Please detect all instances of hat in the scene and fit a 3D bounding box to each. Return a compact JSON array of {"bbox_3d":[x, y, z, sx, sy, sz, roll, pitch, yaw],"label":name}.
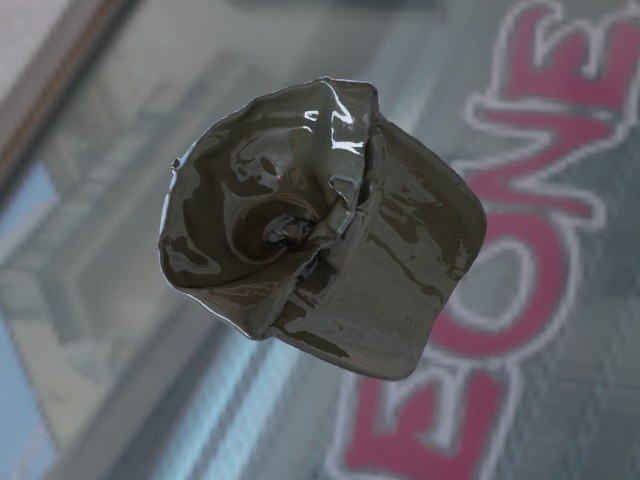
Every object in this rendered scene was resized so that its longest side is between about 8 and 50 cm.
[{"bbox_3d":[0.000,0.000,1.197,0.166,0.144,0.173,-61,-29,-10],"label":"hat"}]
